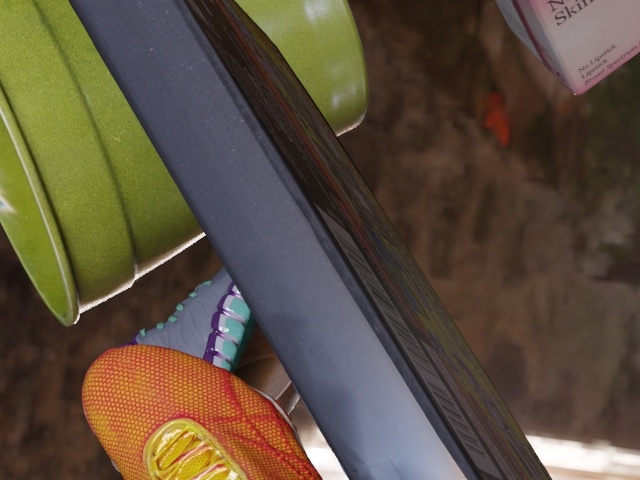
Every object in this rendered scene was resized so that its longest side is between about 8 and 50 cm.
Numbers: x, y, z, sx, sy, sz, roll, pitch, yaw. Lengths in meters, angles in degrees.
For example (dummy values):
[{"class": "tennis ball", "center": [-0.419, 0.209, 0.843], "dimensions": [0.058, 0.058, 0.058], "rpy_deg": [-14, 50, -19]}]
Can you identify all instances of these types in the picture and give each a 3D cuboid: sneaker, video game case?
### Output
[{"class": "sneaker", "center": [-0.027, 0.093, 0.657], "dimensions": [0.064, 0.175, 0.067], "rpy_deg": [-49, -28, -2]}, {"class": "video game case", "center": [0.000, 0.000, 0.668], "dimensions": [0.275, 0.035, 0.248], "rpy_deg": [58, -173, 18]}, {"class": "sneaker", "center": [-0.109, 0.072, 1.486], "dimensions": [0.083, 0.098, 0.223], "rpy_deg": [104, -176, -50]}]

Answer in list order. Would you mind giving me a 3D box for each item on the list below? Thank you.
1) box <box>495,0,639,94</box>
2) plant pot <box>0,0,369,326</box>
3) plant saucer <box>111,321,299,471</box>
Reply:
[{"class": "box", "center": [0.232, -0.273, 1.699], "dimensions": [0.127, 0.149, 0.232], "rpy_deg": [53, -179, 38]}, {"class": "plant pot", "center": [-0.156, -0.154, 1.752], "dimensions": [0.366, 0.353, 0.366], "rpy_deg": [58, 164, 28]}, {"class": "plant saucer", "center": [-0.083, 0.136, 1.506], "dimensions": [0.036, 0.199, 0.198], "rpy_deg": [56, -155, -22]}]
